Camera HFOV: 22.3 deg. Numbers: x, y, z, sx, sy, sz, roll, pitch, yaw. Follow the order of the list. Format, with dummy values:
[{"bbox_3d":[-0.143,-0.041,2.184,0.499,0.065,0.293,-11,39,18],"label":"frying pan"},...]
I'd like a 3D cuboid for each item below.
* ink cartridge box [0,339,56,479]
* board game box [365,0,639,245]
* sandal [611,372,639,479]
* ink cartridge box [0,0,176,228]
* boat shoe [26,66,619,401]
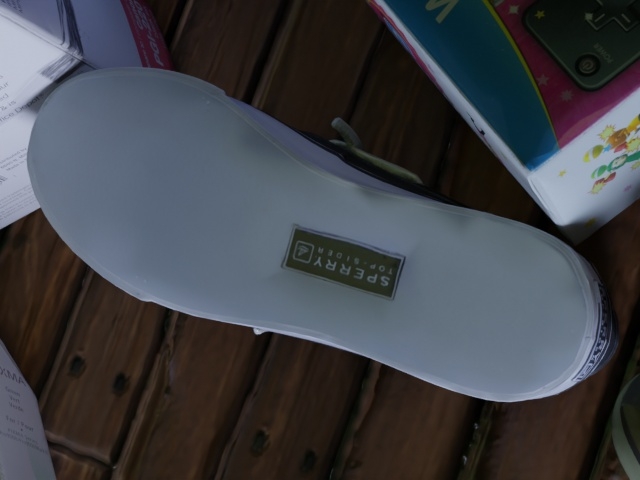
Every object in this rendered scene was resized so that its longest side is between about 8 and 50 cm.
[{"bbox_3d":[-0.252,0.109,0.943,0.181,0.056,0.224,-34,48,15],"label":"ink cartridge box"},{"bbox_3d":[0.160,-0.181,0.742,0.303,0.097,0.224,-39,63,4],"label":"board game box"},{"bbox_3d":[0.208,0.191,0.677,0.086,0.120,0.302,-47,58,40],"label":"sandal"},{"bbox_3d":[-0.196,-0.093,0.853,0.159,0.218,0.092,-27,69,17],"label":"ink cartridge box"},{"bbox_3d":[0.002,-0.004,0.802,0.306,0.105,0.113,15,90,20],"label":"boat shoe"}]
